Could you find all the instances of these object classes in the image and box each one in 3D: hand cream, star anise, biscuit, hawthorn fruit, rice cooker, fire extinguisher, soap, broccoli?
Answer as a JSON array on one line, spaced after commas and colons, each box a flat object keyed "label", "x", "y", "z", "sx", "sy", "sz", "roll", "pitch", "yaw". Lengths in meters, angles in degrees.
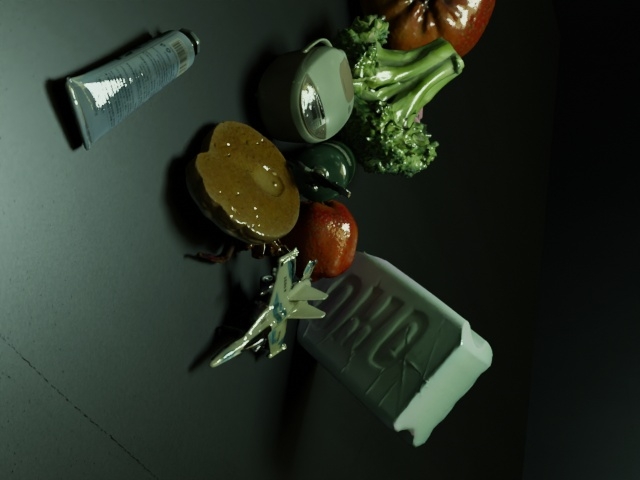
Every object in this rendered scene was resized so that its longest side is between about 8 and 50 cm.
[{"label": "hand cream", "x": -0.226, "y": -0.202, "z": 1.169, "sx": 0.256, "sy": 0.055, "sz": 0.088, "roll": -53, "pitch": 143, "yaw": -51}, {"label": "star anise", "x": -0.120, "y": -0.004, "z": 1.379, "sx": 0.097, "sy": 0.070, "sz": 0.190, "roll": 62, "pitch": 25, "yaw": 8}, {"label": "biscuit", "x": -0.110, "y": -0.079, "z": 1.355, "sx": 0.181, "sy": 0.049, "sz": 0.208, "roll": 42, "pitch": 33, "yaw": -21}, {"label": "hawthorn fruit", "x": 0.208, "y": -0.482, "z": 1.928, "sx": 0.298, "sy": 0.277, "sz": 0.277, "roll": -52, "pitch": 137, "yaw": -82}, {"label": "hawthorn fruit", "x": 0.000, "y": 0.000, "z": 1.556, "sx": 0.133, "sy": 0.133, "sz": 0.138, "roll": -16, "pitch": 105, "yaw": -65}, {"label": "rice cooker", "x": -0.023, "y": -0.238, "z": 1.535, "sx": 0.206, "sy": 0.127, "sz": 0.145, "roll": -63, "pitch": 144, "yaw": -53}, {"label": "fire extinguisher", "x": 0.002, "y": -0.109, "z": 1.517, "sx": 0.093, "sy": 0.118, "sz": 0.294, "roll": -63, "pitch": 179, "yaw": 10}, {"label": "soap", "x": 0.100, "y": 0.156, "z": 1.584, "sx": 0.208, "sy": 0.347, "sz": 0.115, "roll": -48, "pitch": 135, "yaw": -4}, {"label": "broccoli", "x": 0.114, "y": -0.269, "z": 1.735, "sx": 0.260, "sy": 0.235, "sz": 0.288, "roll": -54, "pitch": 146, "yaw": -17}]

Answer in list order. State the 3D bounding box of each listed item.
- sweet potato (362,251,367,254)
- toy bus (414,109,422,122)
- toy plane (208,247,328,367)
[{"label": "sweet potato", "x": 0.104, "y": 0.065, "z": 1.883, "sx": 0.117, "sy": 0.049, "sz": 0.049, "roll": 65, "pitch": 33, "yaw": -35}, {"label": "toy bus", "x": 0.169, "y": -0.313, "z": 2.034, "sx": 0.203, "sy": 0.063, "sz": 0.090, "roll": 33, "pitch": 59, "yaw": -62}, {"label": "toy plane", "x": -0.090, "y": 0.115, "z": 1.403, "sx": 0.262, "sy": 0.088, "sz": 0.192, "roll": -26, "pitch": 135, "yaw": -43}]
